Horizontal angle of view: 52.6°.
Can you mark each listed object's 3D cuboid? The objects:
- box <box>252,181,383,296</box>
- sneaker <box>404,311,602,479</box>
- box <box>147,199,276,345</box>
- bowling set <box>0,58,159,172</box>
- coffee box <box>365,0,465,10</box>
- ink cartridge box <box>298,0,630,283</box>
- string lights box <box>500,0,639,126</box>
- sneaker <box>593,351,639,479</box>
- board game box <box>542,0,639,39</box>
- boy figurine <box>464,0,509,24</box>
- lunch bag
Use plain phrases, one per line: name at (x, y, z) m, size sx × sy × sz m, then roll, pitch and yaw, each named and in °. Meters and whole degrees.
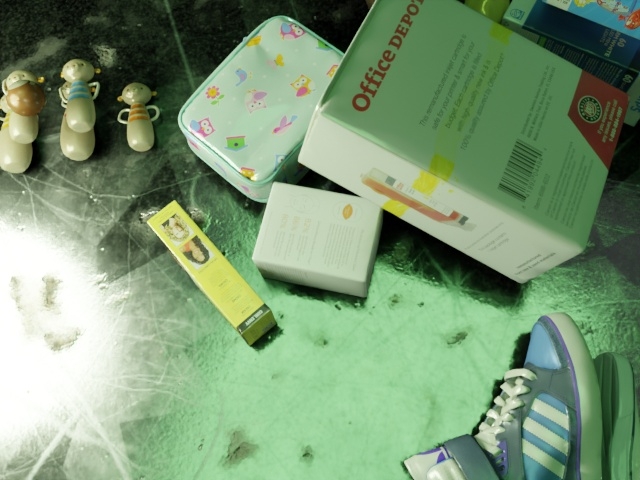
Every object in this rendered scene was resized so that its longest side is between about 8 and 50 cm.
box at (0.000, 0.000, 0.980) m, size 0.171 × 0.091 × 0.130 m, roll 12°, pitch 71°, yaw 8°
sneaker at (0.230, 0.254, 0.853) m, size 0.236 × 0.130 × 0.322 m, roll 1°, pitch 76°, yaw 0°
box at (-0.164, 0.049, 0.979) m, size 0.058 × 0.087 × 0.232 m, roll -40°, pitch 72°, yaw -12°
bowling set at (-0.419, -0.233, 1.043) m, size 0.287 × 0.200 × 0.154 m, roll -9°, pitch 69°, yaw -3°
coffee box at (0.131, -0.469, 1.097) m, size 0.119 × 0.168 × 0.297 m, roll -18°, pitch 71°, yaw -2°
ink cartridge box at (0.201, -0.159, 0.925) m, size 0.385 × 0.160 × 0.279 m, roll 28°, pitch 67°, yaw -3°
string lights box at (0.412, -0.291, 1.032) m, size 0.260 × 0.133 × 0.076 m, roll 27°, pitch 76°, yaw 12°
sneaker at (0.405, 0.282, 0.865) m, size 0.091 × 0.094 × 0.258 m, roll 11°, pitch 73°, yaw -14°
board game box at (0.521, -0.377, 0.992) m, size 0.302 × 0.086 × 0.308 m, roll 27°, pitch 37°, yaw 13°
boy figurine at (0.293, -0.471, 1.081) m, size 0.177 × 0.092 × 0.285 m, roll 4°, pitch 87°, yaw 8°
lunch bag at (-0.078, -0.219, 1.056) m, size 0.224 × 0.108 × 0.279 m, roll 37°, pitch 77°, yaw 17°
